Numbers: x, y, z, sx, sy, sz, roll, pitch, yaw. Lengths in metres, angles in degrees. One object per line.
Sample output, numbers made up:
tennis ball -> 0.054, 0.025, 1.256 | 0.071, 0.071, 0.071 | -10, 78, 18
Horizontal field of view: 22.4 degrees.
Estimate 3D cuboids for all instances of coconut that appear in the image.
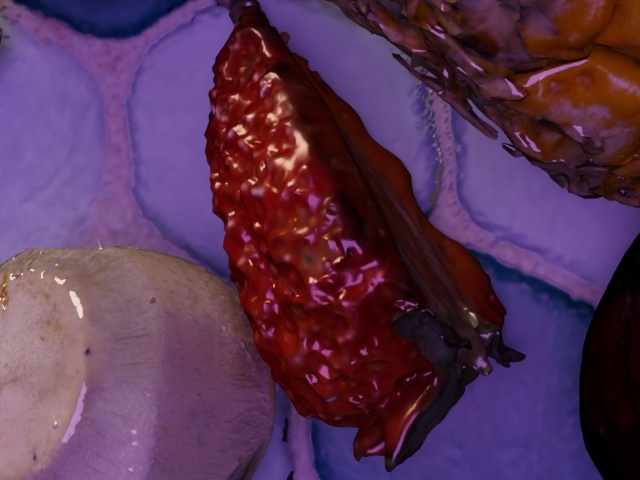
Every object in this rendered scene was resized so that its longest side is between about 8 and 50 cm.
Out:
coconut -> -0.104, 0.081, 0.806 | 0.161, 0.162, 0.161 | -12, 67, 30

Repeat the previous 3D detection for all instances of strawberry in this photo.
strawberry -> -0.007, -0.004, 0.783 | 0.098, 0.174, 0.228 | -36, 86, 15

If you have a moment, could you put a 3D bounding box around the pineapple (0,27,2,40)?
pineapple -> -0.216, -0.093, 0.862 | 0.114, 0.077, 0.114 | -23, 100, 11

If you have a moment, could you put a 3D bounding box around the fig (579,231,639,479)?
fig -> 0.220, 0.020, 0.753 | 0.203, 0.186, 0.250 | -5, 81, 25

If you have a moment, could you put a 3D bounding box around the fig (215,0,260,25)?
fig -> -0.124, -0.202, 0.820 | 0.202, 0.148, 0.149 | 1, 123, -33

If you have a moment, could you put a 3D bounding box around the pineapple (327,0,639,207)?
pineapple -> 0.130, -0.191, 0.695 | 0.352, 0.352, 0.300 | 41, 98, 6
